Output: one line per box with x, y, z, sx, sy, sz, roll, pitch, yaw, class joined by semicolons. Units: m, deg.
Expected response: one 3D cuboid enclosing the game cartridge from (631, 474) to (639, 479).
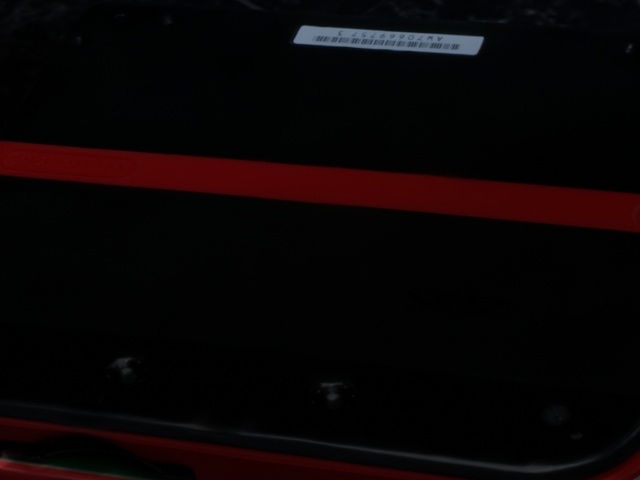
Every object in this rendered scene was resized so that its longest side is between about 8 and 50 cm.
0.132;0.166;0.584;0.297;0.062;0.198;-25;29;-34;game cartridge

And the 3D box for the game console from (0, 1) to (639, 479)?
0.000;0.000;0.855;0.386;0.060;0.342;6;41;16;game console
